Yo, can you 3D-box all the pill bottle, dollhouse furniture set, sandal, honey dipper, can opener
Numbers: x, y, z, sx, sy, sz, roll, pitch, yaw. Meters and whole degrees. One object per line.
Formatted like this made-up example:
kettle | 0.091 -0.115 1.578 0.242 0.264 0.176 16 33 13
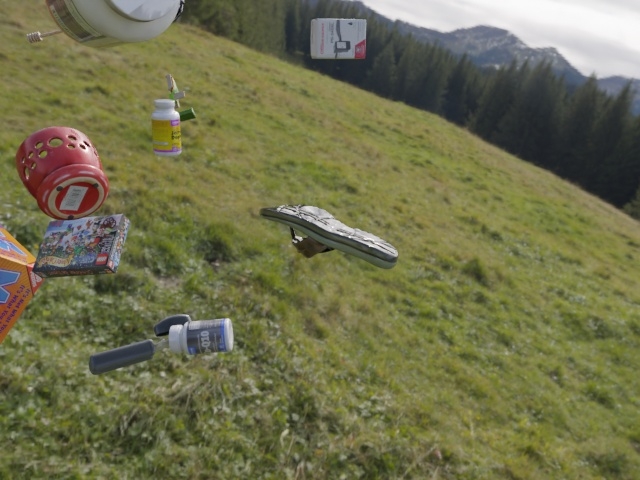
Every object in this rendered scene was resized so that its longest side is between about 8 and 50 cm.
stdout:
pill bottle | -0.359 -0.435 0.965 0.181 0.181 0.323 2 12 -36
dollhouse furniture set | -0.437 -0.450 1.740 0.059 0.151 0.076 -16 -21 0
sandal | 0.000 0.001 1.042 0.303 0.086 0.120 26 21 29
honey dipper | -0.843 -0.657 1.755 0.161 0.030 0.030 -17 25 -5
can opener | -0.475 0.280 1.482 0.280 0.074 0.093 -17 69 -32
pill bottle | -0.241 -0.176 0.865 0.043 0.083 0.043 2 22 -1
pill bottle | -0.276 0.225 1.290 0.137 0.078 0.078 -5 21 -1

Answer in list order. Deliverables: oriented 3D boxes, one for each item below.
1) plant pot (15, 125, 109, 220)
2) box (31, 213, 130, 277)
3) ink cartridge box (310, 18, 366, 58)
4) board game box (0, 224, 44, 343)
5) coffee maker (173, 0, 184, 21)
plant pot | -0.627 -0.157 1.373 0.191 0.191 0.174 -5 47 -48
box | -0.638 0.015 1.485 0.233 0.044 0.159 -5 58 15
ink cartridge box | 0.051 -0.588 1.621 0.150 0.109 0.063 -5 20 -15
board game box | -1.088 0.108 1.558 0.356 0.356 0.356 30 -4 33
coffee maker | -0.543 -0.802 1.784 0.178 0.120 0.171 31 23 -44
